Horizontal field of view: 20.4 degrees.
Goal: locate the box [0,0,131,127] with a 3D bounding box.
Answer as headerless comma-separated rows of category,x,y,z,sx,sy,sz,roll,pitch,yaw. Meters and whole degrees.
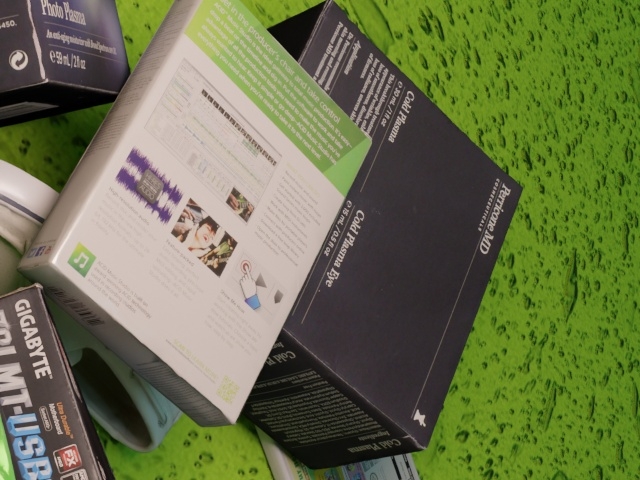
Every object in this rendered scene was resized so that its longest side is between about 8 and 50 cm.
box,-0.290,-0.246,1.445,0.296,0.182,0.294,-24,101,-83

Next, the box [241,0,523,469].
box,0.000,0.000,1.784,0.312,0.179,0.343,42,54,-25

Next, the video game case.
video game case,0.019,0.224,1.897,0.193,0.023,0.212,-31,106,-46

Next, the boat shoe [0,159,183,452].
boat shoe,-0.248,0.077,1.571,0.367,0.135,0.156,51,52,-41

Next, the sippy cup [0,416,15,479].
sippy cup,-0.348,0.218,1.333,0.224,0.305,0.240,-11,104,-18

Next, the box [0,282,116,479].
box,-0.187,0.234,1.426,0.293,0.073,0.295,80,-13,-48

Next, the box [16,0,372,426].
box,-0.097,-0.035,1.535,0.232,0.058,0.322,45,57,-30
